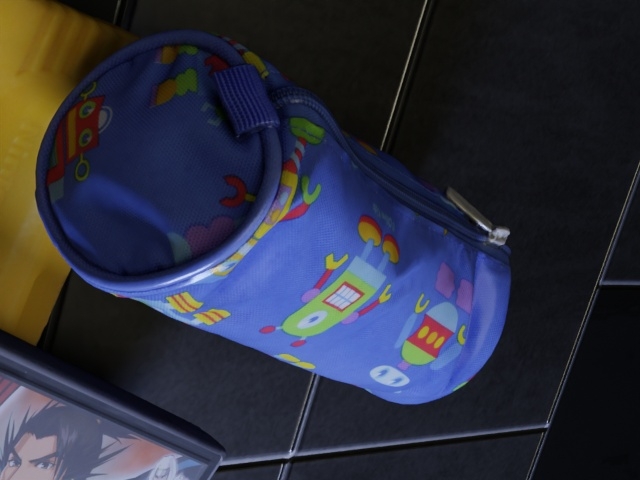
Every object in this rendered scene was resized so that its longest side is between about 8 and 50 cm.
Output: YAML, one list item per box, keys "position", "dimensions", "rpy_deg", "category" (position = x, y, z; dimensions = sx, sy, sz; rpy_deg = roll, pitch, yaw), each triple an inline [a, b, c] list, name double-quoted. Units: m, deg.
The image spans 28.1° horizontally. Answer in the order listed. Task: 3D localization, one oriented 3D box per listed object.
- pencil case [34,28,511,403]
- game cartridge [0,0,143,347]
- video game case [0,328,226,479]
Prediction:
- position: [0.000, 0.000, 0.639]
  dimensions: [0.133, 0.119, 0.306]
  rpy_deg: [-36, 151, 15]
  category: "pencil case"
- position: [-0.242, -0.003, 0.503]
  dimensions: [0.323, 0.052, 0.285]
  rpy_deg: [19, 99, -46]
  category: "game cartridge"
- position: [-0.196, 0.156, 0.581]
  dimensions: [0.248, 0.035, 0.275]
  rpy_deg: [-56, 139, -3]
  category: "video game case"
